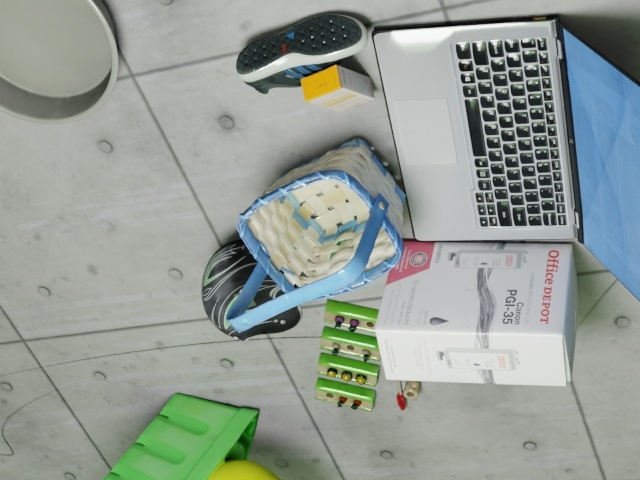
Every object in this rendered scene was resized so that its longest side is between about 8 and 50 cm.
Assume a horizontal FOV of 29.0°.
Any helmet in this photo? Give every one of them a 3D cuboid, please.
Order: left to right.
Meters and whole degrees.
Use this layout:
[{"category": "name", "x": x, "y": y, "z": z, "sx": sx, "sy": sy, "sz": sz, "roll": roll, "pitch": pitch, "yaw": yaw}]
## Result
[{"category": "helmet", "x": -0.115, "y": 0.078, "z": 2.008, "sx": 0.161, "sy": 0.169, "sz": 0.169, "roll": -12, "pitch": 127, "yaw": 6}]

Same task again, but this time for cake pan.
[{"category": "cake pan", "x": -0.431, "y": -0.307, "z": 1.839, "sx": 0.293, "sy": 0.054, "sz": 0.293, "roll": 9, "pitch": 132, "yaw": 10}]

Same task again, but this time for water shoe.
[{"category": "water shoe", "x": -0.019, "y": -0.263, "z": 1.755, "sx": 0.203, "sy": 0.073, "sz": 0.080, "roll": -10, "pitch": 154, "yaw": 23}]

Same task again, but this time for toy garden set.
[{"category": "toy garden set", "x": 0.095, "y": 0.224, "z": 2.147, "sx": 0.203, "sy": 0.049, "sz": 0.244, "roll": 12, "pitch": 133, "yaw": 7}]

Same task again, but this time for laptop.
[{"category": "laptop", "x": 0.278, "y": -0.082, "z": 1.694, "sx": 0.407, "sy": 0.236, "sz": 0.382, "roll": -1, "pitch": 129, "yaw": 18}]

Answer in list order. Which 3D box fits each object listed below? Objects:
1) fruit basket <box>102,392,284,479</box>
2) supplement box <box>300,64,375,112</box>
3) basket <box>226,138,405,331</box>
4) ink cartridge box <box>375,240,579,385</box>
[{"category": "fruit basket", "x": -0.195, "y": 0.488, "z": 2.253, "sx": 0.392, "sy": 0.392, "sz": 0.283, "roll": 17, "pitch": 133, "yaw": 2}, {"category": "supplement box", "x": 0.025, "y": -0.215, "z": 1.753, "sx": 0.062, "sy": 0.036, "sz": 0.098, "roll": -18, "pitch": 166, "yaw": 29}, {"category": "basket", "x": 0.000, "y": 0.000, "z": 1.813, "sx": 0.254, "sy": 0.289, "sz": 0.201, "roll": -23, "pitch": 113, "yaw": 37}, {"category": "ink cartridge box", "x": 0.244, "y": 0.107, "z": 1.891, "sx": 0.282, "sy": 0.207, "sz": 0.117, "roll": 0, "pitch": 132, "yaw": 16}]
